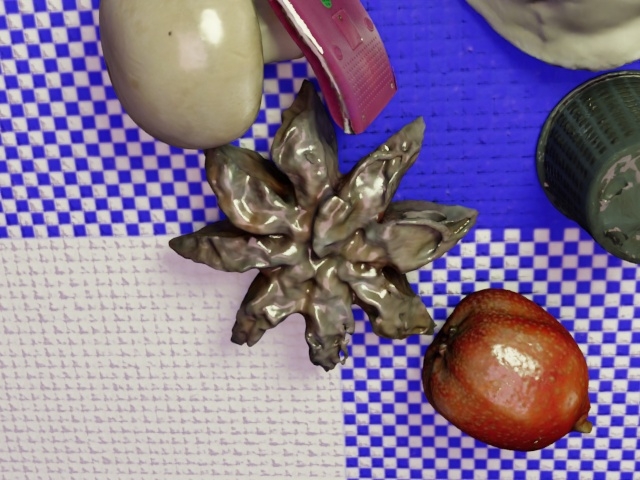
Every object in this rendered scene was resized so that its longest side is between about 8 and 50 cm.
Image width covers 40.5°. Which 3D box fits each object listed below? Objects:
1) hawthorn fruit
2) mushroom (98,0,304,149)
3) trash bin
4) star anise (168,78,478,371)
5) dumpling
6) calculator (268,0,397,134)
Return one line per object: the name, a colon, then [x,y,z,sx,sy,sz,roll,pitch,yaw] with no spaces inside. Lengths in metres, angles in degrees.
hawthorn fruit: [0.205,0.146,0.918,0.188,0.169,0.169,29,112,-9]
mushroom: [-0.103,-0.190,0.815,0.204,0.204,0.204,2,112,6]
trash bin: [0.301,-0.057,0.820,0.175,0.161,0.176,2,114,5]
star anise: [-0.002,-0.001,0.900,0.331,0.117,0.332,1,107,3]
dumpling: [0.218,-0.266,0.765,0.175,0.243,0.227,-19,136,-27]
calculator: [0.009,-0.201,0.811,0.034,0.127,0.190,-20,110,35]
